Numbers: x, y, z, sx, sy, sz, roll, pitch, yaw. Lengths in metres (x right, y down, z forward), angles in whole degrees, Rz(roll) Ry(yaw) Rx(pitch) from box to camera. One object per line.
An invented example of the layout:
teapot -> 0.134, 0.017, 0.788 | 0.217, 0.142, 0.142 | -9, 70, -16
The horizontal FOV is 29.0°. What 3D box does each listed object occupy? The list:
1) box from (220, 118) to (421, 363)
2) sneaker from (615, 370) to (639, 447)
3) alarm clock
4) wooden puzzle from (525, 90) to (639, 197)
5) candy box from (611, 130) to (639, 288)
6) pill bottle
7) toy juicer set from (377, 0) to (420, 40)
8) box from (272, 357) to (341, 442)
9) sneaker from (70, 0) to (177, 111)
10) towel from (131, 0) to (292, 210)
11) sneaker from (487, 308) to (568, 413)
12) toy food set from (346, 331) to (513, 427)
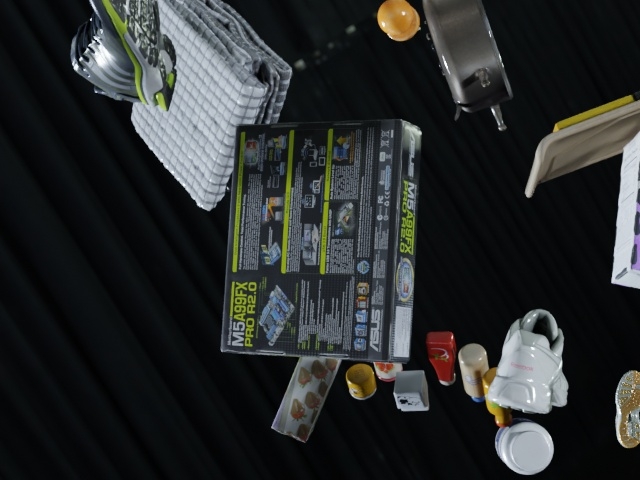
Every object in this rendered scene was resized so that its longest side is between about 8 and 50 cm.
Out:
box -> 0.000, 0.000, 1.409 | 0.216, 0.270, 0.060 | 0, 174, 27
sneaker -> 0.333, 0.183, 1.350 | 0.032, 0.083, 0.037 | 8, 174, 2
alarm clock -> 0.136, -0.207, 1.203 | 0.064, 0.192, 0.129 | -16, 157, 12
wooden puzzle -> 0.376, -0.145, 1.620 | 0.239, 0.044, 0.221 | -25, 168, 0
candy box -> 0.470, -0.029, 1.588 | 0.070, 0.165, 0.196 | 116, -15, -69
pill bottle -> 0.371, 0.374, 2.244 | 0.094, 0.094, 0.169 | -30, 176, 0
toy juicer set -> 0.162, -0.467, 1.972 | 0.209, 0.329, 0.089 | -6, -142, -4
box -> 0.011, 0.166, 1.987 | 0.067, 0.063, 0.324 | -49, 161, -76
sneaker -> -0.265, -0.252, 1.581 | 0.121, 0.111, 0.300 | 0, 156, 4
towel -> -0.162, -0.216, 1.864 | 0.121, 0.283, 0.235 | -7, 130, -39
sneaker -> 0.262, 0.140, 1.487 | 0.090, 0.115, 0.232 | 13, -178, 11
toy food set -> 0.160, 0.205, 1.770 | 0.232, 0.104, 0.111 | -4, -136, 13
